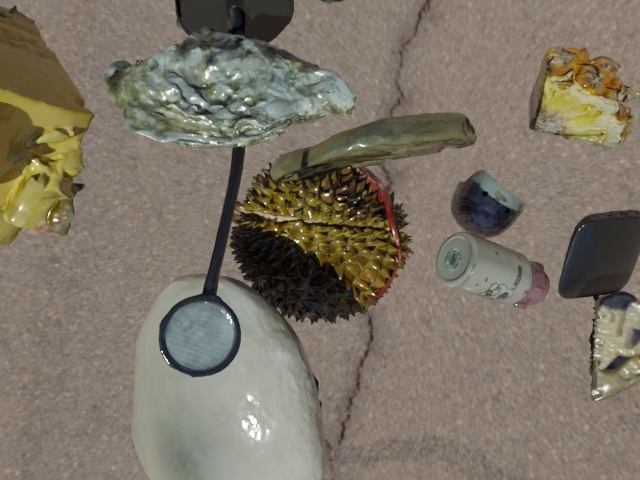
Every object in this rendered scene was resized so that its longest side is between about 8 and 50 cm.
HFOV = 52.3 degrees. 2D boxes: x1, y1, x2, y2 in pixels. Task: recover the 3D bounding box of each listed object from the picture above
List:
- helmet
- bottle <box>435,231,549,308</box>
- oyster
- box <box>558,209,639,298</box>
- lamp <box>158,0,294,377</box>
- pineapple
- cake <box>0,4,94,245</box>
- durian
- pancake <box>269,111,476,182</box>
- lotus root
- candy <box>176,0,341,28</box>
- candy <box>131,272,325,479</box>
[{"bbox_3d":[0.367,-0.063,1.495,0.153,0.177,0.107,35,63,-2],"label":"helmet"},{"bbox_3d":[0.338,0.063,1.243,0.233,0.110,0.110,18,97,-30],"label":"bottle"},{"bbox_3d":[-0.071,-0.116,0.498,0.177,0.064,0.125,-11,55,-16],"label":"oyster"},{"bbox_3d":[0.578,0.031,1.339,0.212,0.042,0.201,-7,123,-24],"label":"box"},{"bbox_3d":[-0.085,-0.069,0.601,0.130,0.108,0.372,0,83,-17],"label":"lamp"},{"bbox_3d":[0.456,-0.256,1.166,0.236,0.186,0.115,29,59,-24],"label":"pineapple"},{"bbox_3d":[-0.410,-0.120,0.721,0.222,0.227,0.286,-46,65,20],"label":"cake"},{"bbox_3d":[0.002,-0.004,1.289,0.384,0.347,0.348,13,96,-22],"label":"durian"},{"bbox_3d":[0.073,-0.130,0.910,0.294,0.294,0.050,-10,92,10],"label":"pancake"},{"bbox_3d":[0.722,0.248,1.552,0.170,0.074,0.261,-3,82,11],"label":"lotus root"},{"bbox_3d":[-0.054,-0.315,0.827,0.305,0.091,0.083,-33,76,-29],"label":"candy"},{"bbox_3d":[-0.167,0.259,1.023,0.385,0.186,0.428,8,105,33],"label":"candy"}]
